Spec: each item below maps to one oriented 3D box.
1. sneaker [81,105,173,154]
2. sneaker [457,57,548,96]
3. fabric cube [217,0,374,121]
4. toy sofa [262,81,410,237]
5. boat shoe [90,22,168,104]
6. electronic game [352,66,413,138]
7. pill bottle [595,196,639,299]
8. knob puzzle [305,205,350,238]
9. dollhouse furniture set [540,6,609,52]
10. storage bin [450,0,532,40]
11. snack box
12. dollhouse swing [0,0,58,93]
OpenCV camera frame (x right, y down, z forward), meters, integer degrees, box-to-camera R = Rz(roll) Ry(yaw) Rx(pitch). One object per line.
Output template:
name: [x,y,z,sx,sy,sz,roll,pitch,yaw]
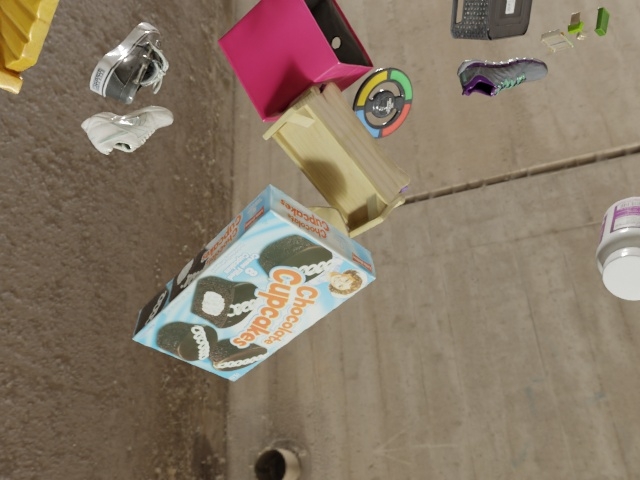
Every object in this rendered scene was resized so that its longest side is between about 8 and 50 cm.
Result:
sneaker: [-0.294,-0.171,0.821,0.152,0.053,0.061,-28,91,-45]
sneaker: [0.459,-0.397,1.314,0.083,0.223,0.098,80,10,-65]
fabric cube: [-0.058,-0.493,1.389,0.254,0.258,0.259,59,29,1]
toy sofa: [0.047,-0.201,1.318,0.363,0.150,0.177,49,51,-9]
boat shoe: [-0.395,-0.390,1.157,0.104,0.113,0.306,26,30,-14]
electronic game: [0.199,-0.432,1.654,0.048,0.229,0.229,44,-12,45]
pill bottle: [0.803,0.020,1.335,0.301,0.169,0.169,-44,122,-47]
knob puzzle: [0.000,0.000,1.261,0.030,0.213,0.213,-26,103,-57]
dollhouse furniture set: [0.647,-0.539,1.332,0.076,0.151,0.059,17,81,-37]
storage bin: [0.349,-0.475,1.053,0.180,0.084,0.122,-25,125,-40]
snack box: [-0.101,0.080,0.750,0.187,0.322,0.060,32,33,-30]
dollhouse swing: [-0.602,-0.481,0.795,0.315,0.347,0.304,43,19,33]
